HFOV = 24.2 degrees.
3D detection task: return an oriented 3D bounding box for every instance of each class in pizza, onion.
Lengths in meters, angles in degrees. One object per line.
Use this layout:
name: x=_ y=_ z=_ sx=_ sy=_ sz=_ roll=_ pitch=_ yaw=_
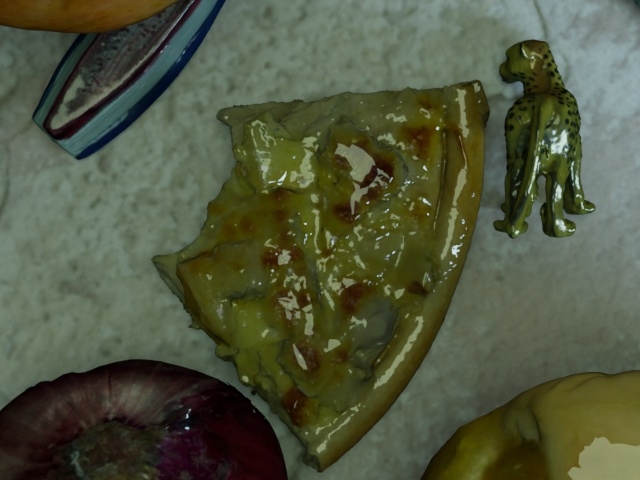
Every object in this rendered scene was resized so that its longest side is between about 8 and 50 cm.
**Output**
pizza: x=0.000 y=0.000 z=1.121 sx=0.223 sy=0.089 sz=0.323 roll=23 pitch=86 yaw=-4
onion: x=-0.133 y=0.209 z=1.050 sx=0.252 sy=0.219 sz=0.252 roll=-5 pitch=44 yaw=5

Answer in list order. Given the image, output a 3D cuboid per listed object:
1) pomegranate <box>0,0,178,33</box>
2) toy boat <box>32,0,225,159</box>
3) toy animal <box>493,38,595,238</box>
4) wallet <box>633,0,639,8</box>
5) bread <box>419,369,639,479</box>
pomegranate: x=-0.174 y=-0.345 z=0.974 sx=0.410 sy=0.410 sz=0.410 roll=0 pitch=87 yaw=-3
toy boat: x=-0.131 y=-0.163 z=1.142 sx=0.080 sy=0.046 sz=0.229 roll=42 pitch=88 yaw=3
toy animal: x=0.157 y=-0.076 z=1.091 sx=0.073 sy=0.181 sz=0.136 roll=0 pitch=100 yaw=16
wallet: x=0.267 y=-0.357 z=1.156 sx=0.237 sy=0.075 sz=0.342 roll=-35 pitch=91 yaw=2
bread: x=0.246 y=0.262 z=1.042 sx=0.394 sy=0.250 sz=0.361 roll=-1 pitch=83 yaw=0
